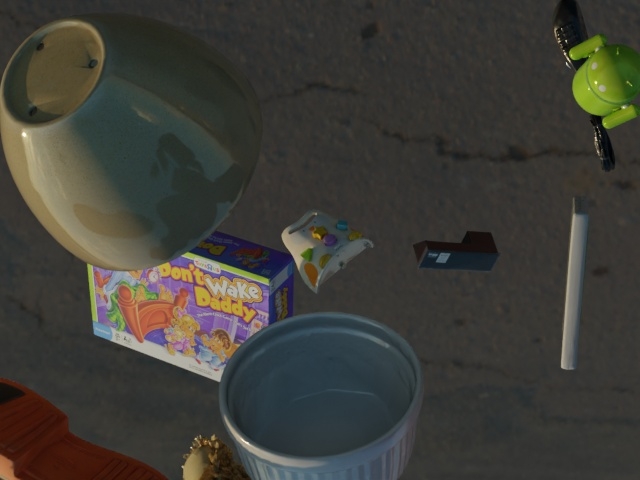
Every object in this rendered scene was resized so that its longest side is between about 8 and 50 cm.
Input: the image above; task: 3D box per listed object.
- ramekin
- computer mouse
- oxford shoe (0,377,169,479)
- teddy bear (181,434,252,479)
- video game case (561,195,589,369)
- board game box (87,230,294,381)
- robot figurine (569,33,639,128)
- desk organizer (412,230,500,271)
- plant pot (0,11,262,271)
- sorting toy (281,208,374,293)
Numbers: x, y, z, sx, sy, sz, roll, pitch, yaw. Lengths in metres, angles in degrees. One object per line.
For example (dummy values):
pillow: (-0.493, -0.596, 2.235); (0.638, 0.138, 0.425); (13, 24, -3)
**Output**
ramekin: (0.003, 0.181, 1.155); (0.207, 0.207, 0.109); (-7, 128, -1)
computer mouse: (0.352, -0.208, 1.515); (0.041, 0.242, 0.071); (-13, -176, 21)
oxford shoe: (-0.249, 0.292, 1.168); (0.130, 0.363, 0.133); (-29, 149, -54)
teddy bear: (-0.045, 0.351, 1.260); (0.337, 0.245, 0.113); (3, 164, 29)
video game case: (0.356, 0.053, 1.571); (0.023, 0.213, 0.193); (4, -170, 12)
board game box: (-0.210, 0.090, 1.795); (0.347, 0.078, 0.233); (17, 125, 23)
robot figurine: (0.321, -0.178, 1.247); (0.067, 0.101, 0.115); (-21, 175, -5)
desk organizer: (0.220, 0.015, 1.828); (0.130, 0.050, 0.047); (3, 137, -18)
plant pot: (-0.229, -0.132, 1.200); (0.284, 0.284, 0.191); (-19, 151, 16)
sorting toy: (0.000, 0.000, 1.186); (0.083, 0.075, 0.045); (-39, 147, -18)
